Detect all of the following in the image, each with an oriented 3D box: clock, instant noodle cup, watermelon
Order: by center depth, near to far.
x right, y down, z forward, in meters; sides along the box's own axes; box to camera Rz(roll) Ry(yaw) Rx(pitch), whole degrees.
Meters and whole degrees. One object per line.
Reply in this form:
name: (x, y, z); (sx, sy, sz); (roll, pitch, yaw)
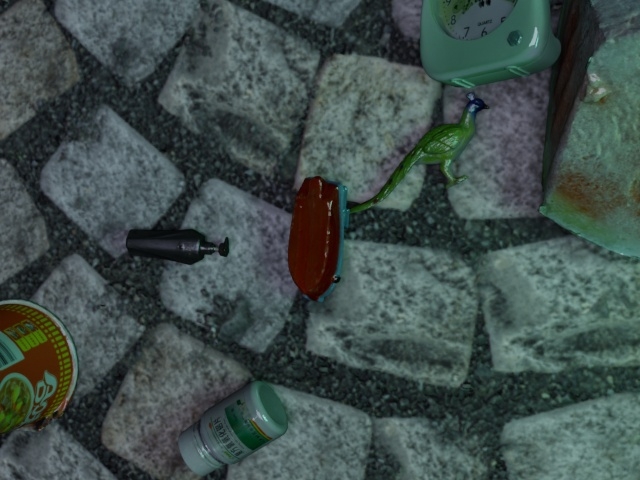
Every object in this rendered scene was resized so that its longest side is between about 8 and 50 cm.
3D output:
watermelon: (0.355, -0.173, 0.835); (0.228, 0.258, 0.387); (15, 95, 9)
clock: (0.194, -0.287, 0.924); (0.159, 0.066, 0.211); (-1, 85, 43)
instant noodle cup: (-0.446, 0.187, 1.046); (0.193, 0.212, 0.193); (1, 96, 11)

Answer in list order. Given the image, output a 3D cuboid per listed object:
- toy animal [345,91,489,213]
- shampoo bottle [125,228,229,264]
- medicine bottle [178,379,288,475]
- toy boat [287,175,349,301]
toy animal: (0.132, -0.082, 0.999); (0.217, 0.041, 0.075); (-44, 85, 15)
shampoo bottle: (-0.189, 0.007, 1.074); (0.137, 0.027, 0.048); (5, 98, 10)
medicine bottle: (-0.115, 0.246, 1.055); (0.130, 0.080, 0.080); (-33, 88, 11)
toy boat: (0.000, 0.000, 1.018); (0.069, 0.059, 0.173); (15, 109, 30)
